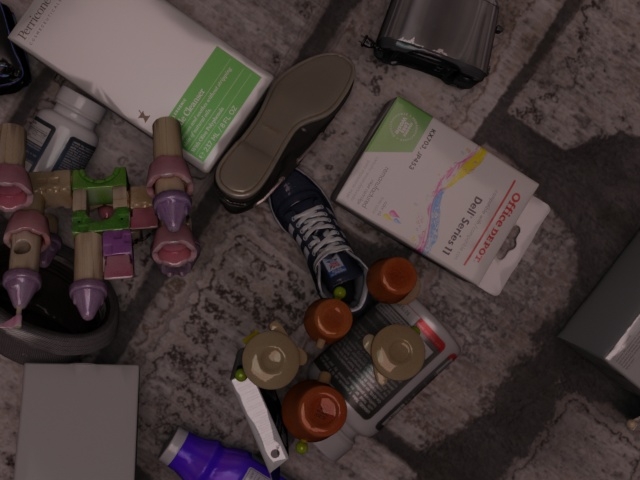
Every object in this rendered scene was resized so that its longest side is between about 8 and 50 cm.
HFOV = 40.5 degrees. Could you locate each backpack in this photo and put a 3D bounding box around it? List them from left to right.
[{"bbox_3d":[-0.567,-0.296,1.380,0.173,0.117,0.158,-18,95,-5],"label":"backpack"}]

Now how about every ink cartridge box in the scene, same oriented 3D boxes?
[{"bbox_3d":[-0.088,0.290,1.421,0.045,0.206,0.208,-20,96,0],"label":"ink cartridge box"},{"bbox_3d":[0.219,-0.065,1.473,0.354,0.119,0.207,30,90,-7],"label":"ink cartridge box"}]

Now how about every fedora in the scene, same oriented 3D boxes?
[{"bbox_3d":[-0.463,0.108,1.389,0.276,0.243,0.124,30,119,-10],"label":"fedora"}]

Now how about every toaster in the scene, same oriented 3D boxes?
[{"bbox_3d":[0.189,-0.356,1.451,0.227,0.129,0.146,18,88,-4],"label":"toaster"}]

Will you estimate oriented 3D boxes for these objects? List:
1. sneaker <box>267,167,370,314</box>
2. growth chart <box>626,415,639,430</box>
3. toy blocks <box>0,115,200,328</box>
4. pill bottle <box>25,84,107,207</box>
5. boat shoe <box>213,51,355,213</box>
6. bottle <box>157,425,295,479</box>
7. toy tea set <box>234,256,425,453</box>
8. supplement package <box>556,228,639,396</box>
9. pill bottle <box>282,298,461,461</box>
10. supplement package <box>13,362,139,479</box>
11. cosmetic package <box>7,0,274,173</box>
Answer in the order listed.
[{"bbox_3d":[0.000,0.000,1.437,0.099,0.153,0.282,-27,95,-4],"label":"sneaker"},{"bbox_3d":[0.626,0.247,1.527,0.021,0.172,0.237,38,91,34],"label":"growth chart"},{"bbox_3d":[-0.319,0.013,1.275,0.289,0.309,0.260,-4,56,-9],"label":"toy blocks"},{"bbox_3d":[-0.425,-0.154,1.408,0.108,0.108,0.180,29,90,-7],"label":"pill bottle"},{"bbox_3d":[-0.063,-0.181,1.445,0.112,0.095,0.335,36,68,7],"label":"boat shoe"},{"bbox_3d":[-0.142,0.419,1.479,0.283,0.092,0.118,33,89,-7],"label":"bottle"},{"bbox_3d":[0.036,0.167,1.345,0.336,0.124,0.200,-33,88,-17],"label":"toy tea set"},{"bbox_3d":[0.569,0.121,1.477,0.145,0.204,0.261,39,89,-8],"label":"supplement package"},{"bbox_3d":[0.082,0.223,1.456,0.283,0.161,0.161,-43,96,-2],"label":"pill bottle"},{"bbox_3d":[-0.377,0.354,1.346,0.178,0.175,0.292,3,64,-12],"label":"supplement package"},{"bbox_3d":[-0.279,-0.285,1.393,0.366,0.155,0.196,33,91,-8],"label":"cosmetic package"}]
